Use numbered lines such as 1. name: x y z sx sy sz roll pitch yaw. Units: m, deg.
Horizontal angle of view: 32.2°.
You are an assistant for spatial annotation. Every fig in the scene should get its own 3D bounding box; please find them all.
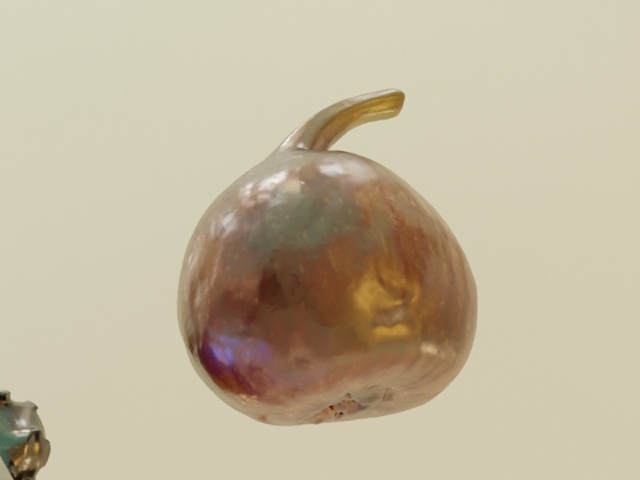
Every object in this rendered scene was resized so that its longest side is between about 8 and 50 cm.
1. fig: -0.005 0.004 0.659 0.175 0.175 0.207 -11 -107 -5

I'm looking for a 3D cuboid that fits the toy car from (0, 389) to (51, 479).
1. toy car: -0.235 0.218 0.669 0.166 0.198 0.314 -51 -119 18
